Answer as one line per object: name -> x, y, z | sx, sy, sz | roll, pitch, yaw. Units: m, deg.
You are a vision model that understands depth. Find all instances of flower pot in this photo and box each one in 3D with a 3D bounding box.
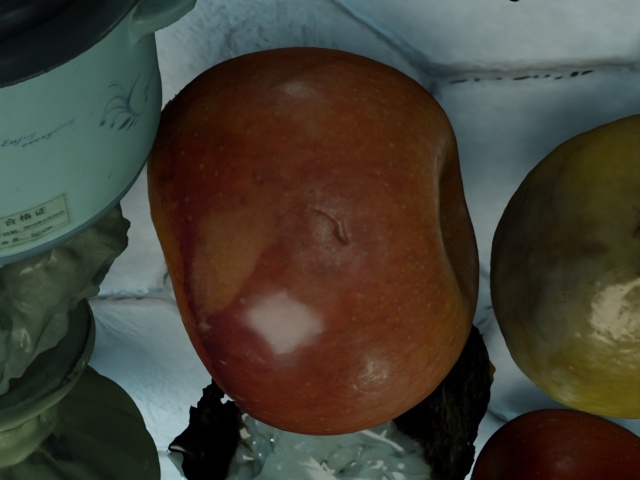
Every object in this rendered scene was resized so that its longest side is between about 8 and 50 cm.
flower pot -> -0.289, 0.164, 1.579 | 0.307, 0.307, 0.244 | 6, 127, 8

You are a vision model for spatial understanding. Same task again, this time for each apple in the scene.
apple -> 0.208, 0.233, 1.596 | 0.168, 0.181, 0.181 | 17, 144, -8
apple -> 0.000, 0.000, 1.285 | 0.206, 0.251, 0.272 | -12, 113, 5

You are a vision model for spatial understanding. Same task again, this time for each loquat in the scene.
loquat -> 0.225, 0.020, 1.292 | 0.238, 0.193, 0.238 | 5, 156, 2

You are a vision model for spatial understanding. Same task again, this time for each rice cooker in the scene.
rice cooker -> -0.223, -0.143, 1.140 | 0.316, 0.264, 0.317 | 1, 147, 0

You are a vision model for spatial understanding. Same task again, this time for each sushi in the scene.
sushi -> 0.012, 0.163, 1.552 | 0.234, 0.207, 0.348 | 22, 140, 7

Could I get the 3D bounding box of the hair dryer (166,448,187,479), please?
hair dryer -> -0.109, 0.254, 1.850 | 0.155, 0.044, 0.183 | -26, 125, 39

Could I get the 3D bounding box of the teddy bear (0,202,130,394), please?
teddy bear -> -0.379, 0.016, 1.411 | 0.367, 0.357, 0.224 | 21, 113, 32
